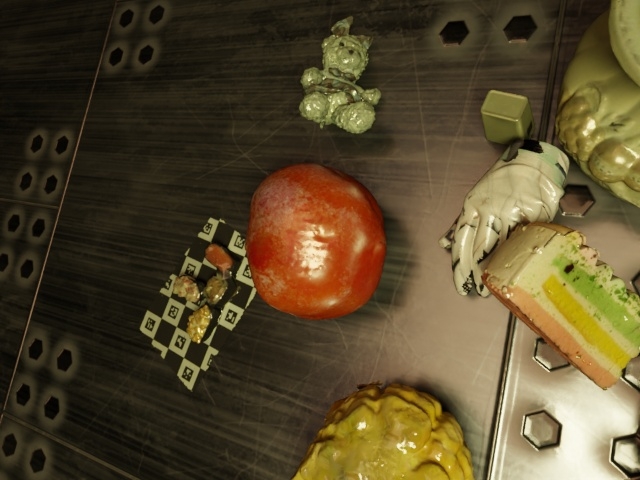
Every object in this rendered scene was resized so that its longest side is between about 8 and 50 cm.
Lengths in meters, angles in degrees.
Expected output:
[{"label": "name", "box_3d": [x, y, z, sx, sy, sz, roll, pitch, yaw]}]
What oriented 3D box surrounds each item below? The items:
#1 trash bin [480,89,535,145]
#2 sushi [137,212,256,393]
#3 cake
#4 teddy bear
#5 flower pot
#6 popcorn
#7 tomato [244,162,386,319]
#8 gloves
[{"label": "trash bin", "box_3d": [0.257, -0.167, 0.666, 0.061, 0.092, 0.042, 24, 92, 29]}, {"label": "sushi", "box_3d": [-0.224, 0.103, 0.868, 0.193, 0.043, 0.279, 38, 96, 28]}, {"label": "cake", "box_3d": [0.294, 0.072, 0.574, 0.109, 0.225, 0.090, -50, 20, 3]}, {"label": "teddy bear", "box_3d": [0.031, -0.253, 0.799, 0.111, 0.133, 0.212, 133, 152, -57]}, {"label": "flower pot", "box_3d": [0.413, -0.186, 0.510, 0.308, 0.244, 0.307, -7, 75, 26]}, {"label": "popcorn", "box_3d": [0.083, 0.303, 0.600, 0.250, 0.190, 0.249, -14, 64, 32]}, {"label": "tomato", "box_3d": [-0.001, -0.001, 0.688, 0.189, 0.232, 0.231, -3, 77, 12]}, {"label": "gloves", "box_3d": [0.236, -0.025, 0.641, 0.128, 0.111, 0.212, 29, 84, 23]}]
